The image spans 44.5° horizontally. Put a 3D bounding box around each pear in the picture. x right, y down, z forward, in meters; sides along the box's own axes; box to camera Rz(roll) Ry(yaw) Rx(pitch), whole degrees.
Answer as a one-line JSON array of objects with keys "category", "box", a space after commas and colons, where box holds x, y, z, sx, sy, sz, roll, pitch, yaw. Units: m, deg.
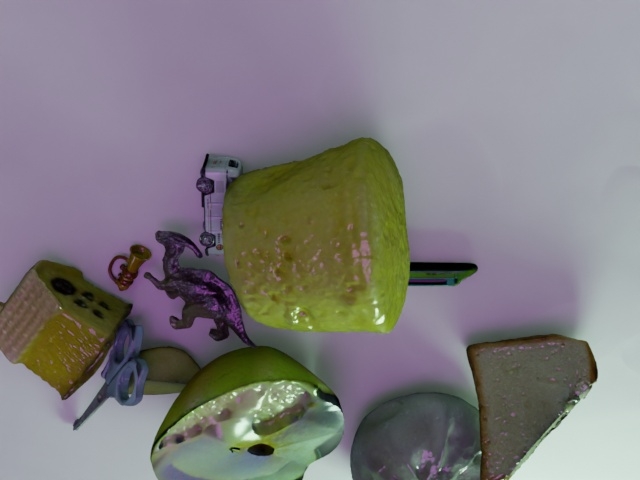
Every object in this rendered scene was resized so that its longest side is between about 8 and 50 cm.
[{"category": "pear", "box": [-0.155, 0.361, 1.610, 0.398, 0.165, 0.399, -9, 132, -10]}]

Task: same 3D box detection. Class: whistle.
[{"category": "whistle", "box": [-0.393, 0.056, 1.579, 0.057, 0.046, 0.109, 27, 119, -25]}]

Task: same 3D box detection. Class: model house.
[{"category": "model house", "box": [-0.533, 0.166, 1.559, 0.234, 0.175, 0.193, 35, 111, -16]}]

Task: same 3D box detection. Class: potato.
[{"category": "potato", "box": [-0.338, 0.282, 1.675, 0.149, 0.081, 0.120, 12, 152, -28]}]

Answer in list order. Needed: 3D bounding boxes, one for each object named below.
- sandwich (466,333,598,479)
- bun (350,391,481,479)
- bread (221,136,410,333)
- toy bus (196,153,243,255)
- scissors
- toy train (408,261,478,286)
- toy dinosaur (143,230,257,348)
[{"category": "sandwich", "box": [0.426, 0.332, 1.554, 0.254, 0.100, 0.289, -2, 71, 5]}, {"category": "bun", "box": [0.223, 0.491, 1.661, 0.354, 0.194, 0.355, 0, 114, 0]}, {"category": "bread", "box": [0.000, 0.000, 1.379, 0.307, 0.348, 0.348, -5, 114, 10]}, {"category": "toy bus", "box": [-0.187, -0.064, 1.493, 0.088, 0.087, 0.194, 1, 115, -2]}, {"category": "scissors", "box": [-0.457, 0.318, 1.659, 0.029, 0.191, 0.360, 14, 134, -38]}, {"category": "toy train", "box": [0.207, 0.070, 1.556, 0.209, 0.044, 0.042, 1, 113, 2]}, {"category": "toy dinosaur", "box": [-0.245, 0.111, 1.554, 0.162, 0.077, 0.294, -30, 112, 39]}]
